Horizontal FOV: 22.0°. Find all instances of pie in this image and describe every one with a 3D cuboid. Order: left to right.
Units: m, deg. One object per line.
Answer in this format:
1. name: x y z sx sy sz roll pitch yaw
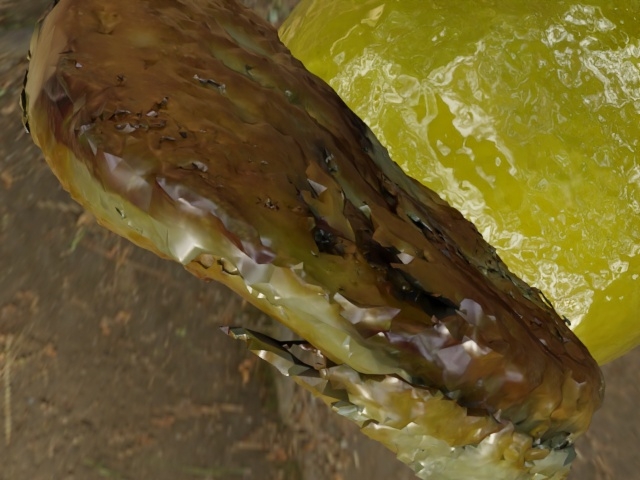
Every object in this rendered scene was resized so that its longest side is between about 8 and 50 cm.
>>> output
1. pie: 0.001 -0.001 0.677 0.308 0.308 0.085 42 100 -10

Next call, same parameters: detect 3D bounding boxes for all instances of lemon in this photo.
1. lemon: 0.122 -0.066 1.110 0.348 0.348 0.348 0 103 -1
